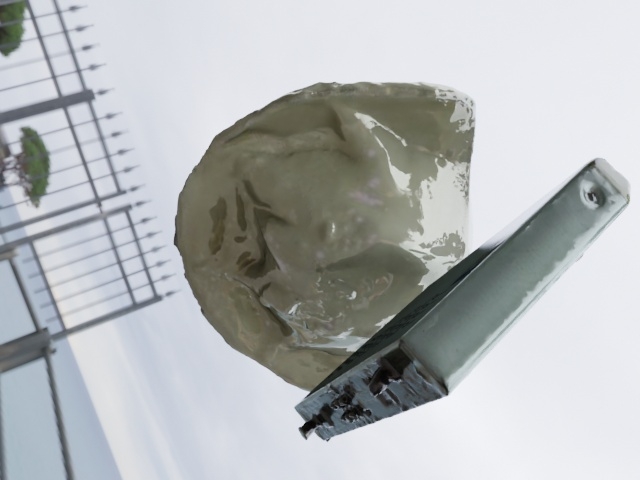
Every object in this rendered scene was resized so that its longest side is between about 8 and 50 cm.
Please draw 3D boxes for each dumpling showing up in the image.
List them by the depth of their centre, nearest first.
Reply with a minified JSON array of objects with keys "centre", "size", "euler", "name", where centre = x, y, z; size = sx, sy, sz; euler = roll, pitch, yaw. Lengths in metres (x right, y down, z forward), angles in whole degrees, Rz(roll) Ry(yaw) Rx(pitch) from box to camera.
[{"centre":[0.000,0.000,0.754],"size":[0.233,0.315,0.395],"euler":[-90,-168,-59],"name":"dumpling"}]

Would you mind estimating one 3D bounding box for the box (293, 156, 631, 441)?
[{"centre":[0.083,0.062,0.496],"size":[0.045,0.211,0.270],"euler":[48,-26,7],"name":"box"}]
